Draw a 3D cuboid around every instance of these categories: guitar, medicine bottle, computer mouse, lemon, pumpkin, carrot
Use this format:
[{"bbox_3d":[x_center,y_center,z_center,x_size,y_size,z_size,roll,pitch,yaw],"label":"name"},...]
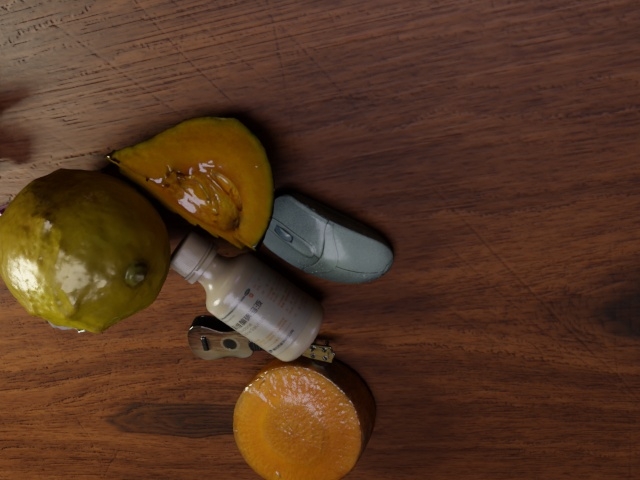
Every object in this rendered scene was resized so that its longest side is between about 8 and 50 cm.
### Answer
[{"bbox_3d":[-0.102,0.178,1.197,0.271,0.038,0.083,2,129,16],"label":"guitar"},{"bbox_3d":[-0.120,0.081,1.080,0.252,0.114,0.114,37,127,-15],"label":"medicine bottle"},{"bbox_3d":[0.000,0.004,1.018,0.229,0.068,0.113,23,128,-4],"label":"computer mouse"},{"bbox_3d":[-0.345,0.011,0.999,0.288,0.233,0.233,18,135,33],"label":"lemon"},{"bbox_3d":[-0.153,-0.094,0.976,0.254,0.149,0.130,29,174,12],"label":"pumpkin"},{"bbox_3d":[-0.029,0.331,1.277,0.258,0.100,0.307,15,122,4],"label":"carrot"}]

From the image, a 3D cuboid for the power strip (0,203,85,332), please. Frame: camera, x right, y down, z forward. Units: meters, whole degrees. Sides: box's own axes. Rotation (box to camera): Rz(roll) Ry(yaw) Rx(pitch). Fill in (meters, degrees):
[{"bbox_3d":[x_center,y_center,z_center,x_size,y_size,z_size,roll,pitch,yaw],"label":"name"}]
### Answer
[{"bbox_3d":[-0.489,0.052,1.197,0.109,0.037,0.279,-13,123,23],"label":"power strip"}]
